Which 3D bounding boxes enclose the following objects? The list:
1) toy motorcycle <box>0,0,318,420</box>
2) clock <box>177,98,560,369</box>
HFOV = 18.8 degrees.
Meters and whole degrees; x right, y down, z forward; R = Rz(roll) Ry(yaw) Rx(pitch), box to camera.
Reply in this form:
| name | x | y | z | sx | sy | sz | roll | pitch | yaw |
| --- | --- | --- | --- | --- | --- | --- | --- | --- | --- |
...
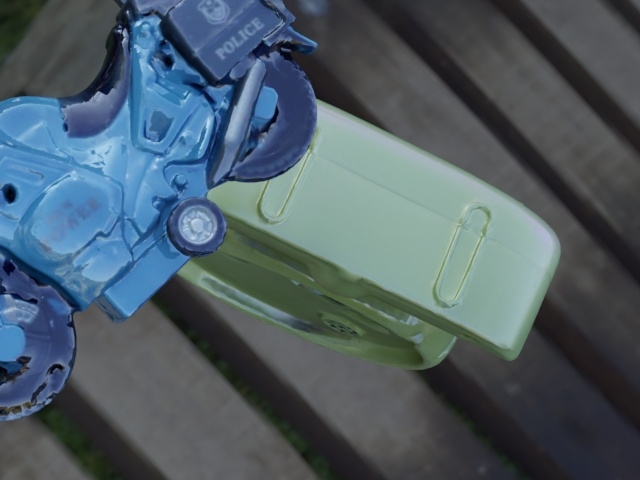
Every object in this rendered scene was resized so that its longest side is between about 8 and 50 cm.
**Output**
| name | x | y | z | sx | sy | sz | roll | pitch | yaw |
| --- | --- | --- | --- | --- | --- | --- | --- | --- | --- |
| toy motorcycle | -0.130 | -0.050 | 1.000 | 0.272 | 0.123 | 0.182 | -44 | 96 | -17 |
| clock | 0.000 | 0.000 | 1.433 | 0.286 | 0.348 | 0.117 | 25 | 78 | -9 |
